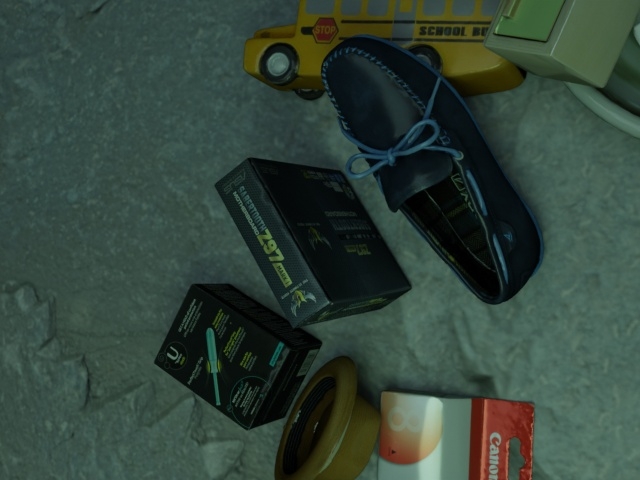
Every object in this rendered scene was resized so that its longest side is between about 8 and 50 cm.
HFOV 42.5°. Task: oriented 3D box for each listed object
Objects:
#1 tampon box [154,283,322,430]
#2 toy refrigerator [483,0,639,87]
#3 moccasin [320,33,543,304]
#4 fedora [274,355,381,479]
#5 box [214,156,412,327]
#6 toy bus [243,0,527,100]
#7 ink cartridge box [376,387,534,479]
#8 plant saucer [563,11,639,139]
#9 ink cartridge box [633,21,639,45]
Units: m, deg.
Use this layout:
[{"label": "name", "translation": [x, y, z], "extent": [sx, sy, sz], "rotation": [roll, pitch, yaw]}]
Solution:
[{"label": "tampon box", "translation": [-0.106, 0.144, 1.060], "extent": [0.161, 0.101, 0.120], "rotation": [31, 99, 22]}, {"label": "toy refrigerator", "translation": [0.267, -0.296, 0.800], "extent": [0.102, 0.094, 0.269], "rotation": [33, 103, 55]}, {"label": "moccasin", "translation": [0.124, -0.079, 0.899], "extent": [0.342, 0.117, 0.138], "rotation": [46, 133, -3]}, {"label": "fedora", "translation": [0.015, 0.236, 0.997], "extent": [0.079, 0.194, 0.194], "rotation": [26, 99, -14]}, {"label": "box", "translation": [0.000, 0.000, 0.951], "extent": [0.059, 0.233, 0.183], "rotation": [-36, 75, 24]}, {"label": "toy bus", "translation": [0.077, -0.239, 0.997], "extent": [0.333, 0.108, 0.130], "rotation": [6, 90, 23]}, {"label": "ink cartridge box", "translation": [0.157, 0.257, 0.977], "extent": [0.179, 0.045, 0.145], "rotation": [2, 89, 25]}, {"label": "plant saucer", "translation": [0.426, -0.282, 0.858], "extent": [0.401, 0.100, 0.400], "rotation": [-1, 87, 22]}, {"label": "ink cartridge box", "translation": [0.458, -0.141, 0.738], "extent": [0.239, 0.060, 0.275], "rotation": [-31, 77, 25]}]
